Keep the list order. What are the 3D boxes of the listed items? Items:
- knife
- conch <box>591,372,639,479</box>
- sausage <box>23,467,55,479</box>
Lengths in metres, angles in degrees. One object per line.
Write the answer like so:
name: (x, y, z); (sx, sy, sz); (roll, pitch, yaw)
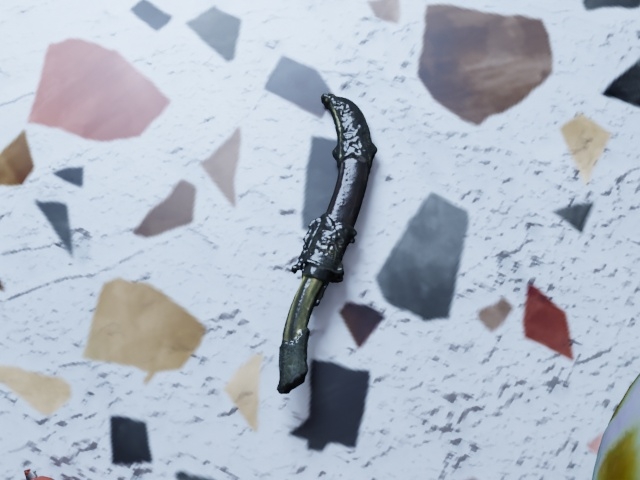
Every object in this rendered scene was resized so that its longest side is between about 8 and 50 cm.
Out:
knife: (0.006, 0.000, 0.923); (0.045, 0.021, 0.222); (7, 67, 7)
conch: (0.274, 0.148, 0.750); (0.249, 0.197, 0.368); (28, 81, -1)
sausage: (-0.113, 0.240, 0.845); (0.034, 0.034, 0.253); (-38, 72, -8)
